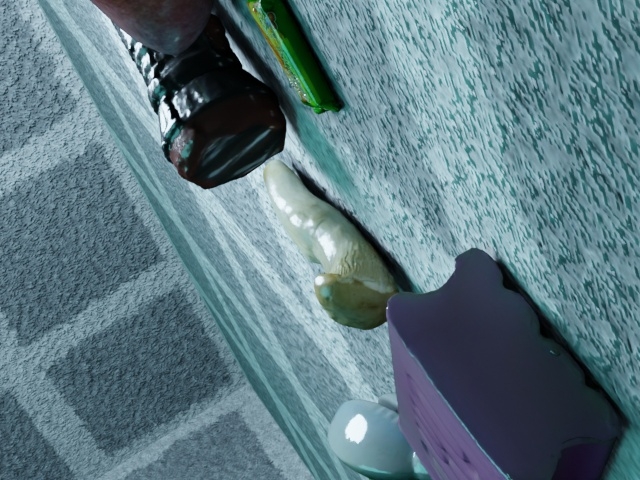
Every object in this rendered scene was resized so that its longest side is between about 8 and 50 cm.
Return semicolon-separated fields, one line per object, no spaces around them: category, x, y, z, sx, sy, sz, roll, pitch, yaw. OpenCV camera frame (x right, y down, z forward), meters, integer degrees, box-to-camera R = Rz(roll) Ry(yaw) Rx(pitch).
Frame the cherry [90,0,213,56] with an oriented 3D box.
cherry;-0.122;-0.189;0.809;0.106;0.087;0.126;39;178;46

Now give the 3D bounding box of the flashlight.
flashlight;-0.110;-0.151;0.896;0.232;0.093;0.093;61;172;20

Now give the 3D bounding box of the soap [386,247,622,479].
soap;0.094;0.100;0.669;0.122;0.065;0.203;54;169;25

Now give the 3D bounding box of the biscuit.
biscuit;-0.017;-0.111;0.720;0.089;0.016;0.046;61;171;-15

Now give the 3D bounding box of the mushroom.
mushroom;-0.001;-0.003;0.896;0.202;0.054;0.059;54;173;52

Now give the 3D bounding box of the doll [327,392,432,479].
doll;0.095;0.234;0.946;0.258;0.153;0.195;24;130;45
